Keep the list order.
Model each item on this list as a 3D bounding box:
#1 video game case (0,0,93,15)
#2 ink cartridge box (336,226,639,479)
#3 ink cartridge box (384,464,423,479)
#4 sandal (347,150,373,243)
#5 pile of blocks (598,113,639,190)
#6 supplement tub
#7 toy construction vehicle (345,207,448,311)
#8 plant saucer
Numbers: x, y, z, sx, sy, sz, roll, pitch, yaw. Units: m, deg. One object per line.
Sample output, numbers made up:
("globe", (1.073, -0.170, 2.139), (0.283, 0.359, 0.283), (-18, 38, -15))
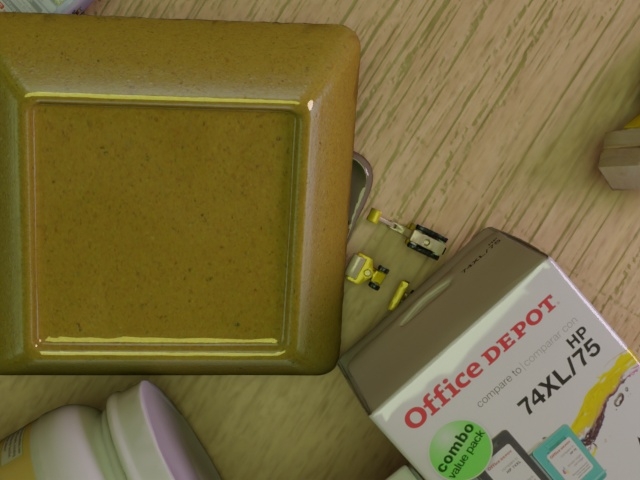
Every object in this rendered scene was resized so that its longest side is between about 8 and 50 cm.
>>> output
("video game case", (-0.304, -0.309, 1.057), (0.244, 0.061, 0.269), (-42, 94, 11))
("ink cartridge box", (0.182, 0.158, 1.037), (0.198, 0.197, 0.270), (-42, 100, 1))
("ink cartridge box", (0.013, 0.342, 1.021), (0.273, 0.198, 0.115), (-37, 63, -10))
("sandal", (0.000, 0.000, 1.107), (0.072, 0.049, 0.180), (21, 92, -3))
("pile of blocks", (0.418, -0.158, 1.101), (0.362, 0.149, 0.112), (-35, 137, 9))
("supplement tub", (-0.245, 0.290, 1.019), (0.331, 0.241, 0.241), (-30, 94, 0))
("toy construction vehicle", (0.076, 0.023, 1.123), (0.098, 0.035, 0.085), (23, 95, -9))
("plant saucer", (-0.133, -0.019, 1.011), (0.333, 0.081, 0.332), (0, 110, -8))
